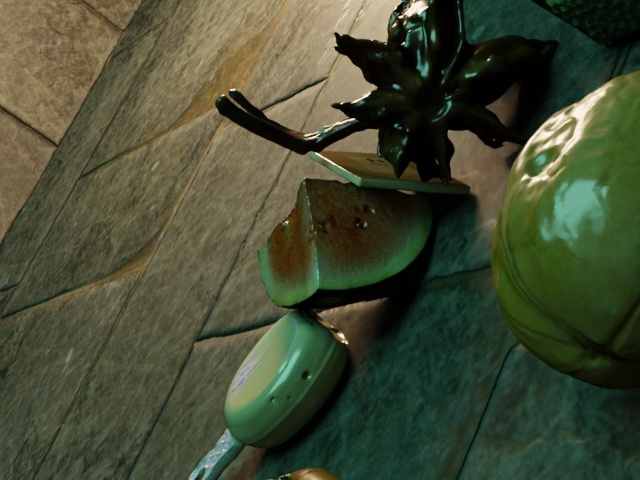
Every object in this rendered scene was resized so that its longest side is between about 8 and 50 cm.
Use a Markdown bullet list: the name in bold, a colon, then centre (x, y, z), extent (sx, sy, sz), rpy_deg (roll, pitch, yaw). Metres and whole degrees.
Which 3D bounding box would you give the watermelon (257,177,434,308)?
- **watermelon**: centre (0.010, 0.018, 1.439), extent (0.193, 0.137, 0.145), rpy_deg (-35, -13, -42)

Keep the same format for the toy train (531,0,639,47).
- **toy train**: centre (0.315, -0.277, 1.265), extent (0.269, 0.115, 0.154), rpy_deg (-18, 50, 57)

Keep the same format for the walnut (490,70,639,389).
- **walnut**: centre (0.211, -0.009, 0.981), extent (0.193, 0.193, 0.225), rpy_deg (-24, 38, 52)

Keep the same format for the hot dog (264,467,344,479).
- **hot dog**: centre (0.006, 0.250, 1.176), extent (0.100, 0.068, 0.249), rpy_deg (-56, 22, -6)

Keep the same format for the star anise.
- **star anise**: centre (0.067, -0.157, 1.410), extent (0.346, 0.237, 0.148), rpy_deg (-12, -7, 5)

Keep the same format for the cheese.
- **cheese**: centre (-0.061, 0.170, 1.443), extent (0.227, 0.064, 0.137), rpy_deg (-50, 18, 8)

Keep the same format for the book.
- **book**: centre (0.068, -0.071, 1.472), extent (0.172, 0.118, 0.012), rpy_deg (-141, 57, -69)
